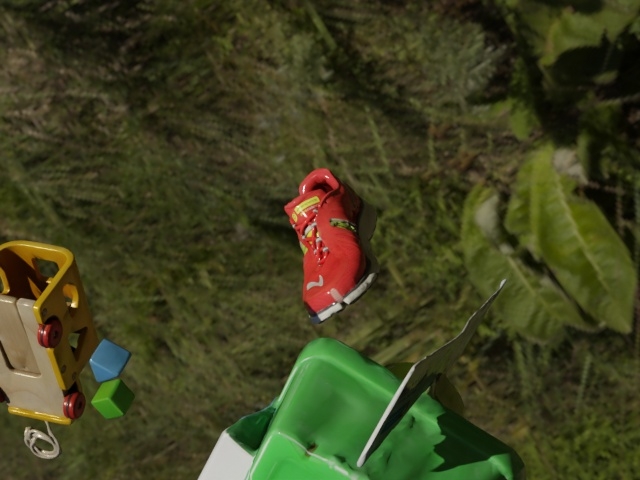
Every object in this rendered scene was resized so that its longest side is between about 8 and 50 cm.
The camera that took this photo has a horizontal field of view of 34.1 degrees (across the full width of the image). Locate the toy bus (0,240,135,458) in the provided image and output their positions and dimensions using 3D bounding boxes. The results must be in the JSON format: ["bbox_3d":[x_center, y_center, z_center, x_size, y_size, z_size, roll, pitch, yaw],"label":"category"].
[{"bbox_3d":[-0.272,0.096,1.032,0.191,0.202,0.104,43,-138,-15],"label":"toy bus"}]

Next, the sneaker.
[{"bbox_3d":[0.000,0.000,1.305,0.118,0.107,0.279,48,-161,-22],"label":"sneaker"}]

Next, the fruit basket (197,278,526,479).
[{"bbox_3d":[0.017,0.181,0.711,0.165,0.327,0.353,29,-166,7],"label":"fruit basket"}]
